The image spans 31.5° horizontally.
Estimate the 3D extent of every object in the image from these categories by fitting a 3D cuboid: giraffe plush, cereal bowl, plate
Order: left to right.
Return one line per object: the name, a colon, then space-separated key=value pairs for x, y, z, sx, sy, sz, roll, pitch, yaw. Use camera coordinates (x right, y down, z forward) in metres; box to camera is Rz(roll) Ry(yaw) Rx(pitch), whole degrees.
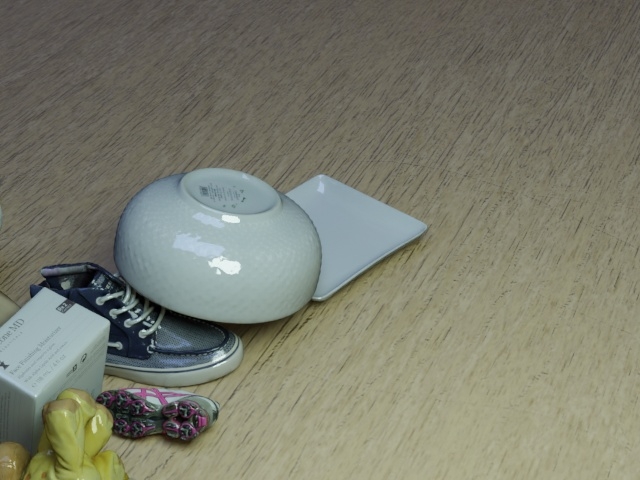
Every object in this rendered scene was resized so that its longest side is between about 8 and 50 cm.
giraffe plush: x=-0.366 y=0.313 z=1.487 sx=0.171 sy=0.181 sz=0.210 roll=-15 pitch=63 yaw=9
cereal bowl: x=-0.153 y=-0.017 z=1.799 sx=0.339 sy=0.141 sz=0.339 roll=12 pitch=28 yaw=-6
plate: x=0.000 y=0.000 z=1.994 sx=0.277 sy=0.045 sz=0.278 roll=-32 pitch=43 yaw=-33

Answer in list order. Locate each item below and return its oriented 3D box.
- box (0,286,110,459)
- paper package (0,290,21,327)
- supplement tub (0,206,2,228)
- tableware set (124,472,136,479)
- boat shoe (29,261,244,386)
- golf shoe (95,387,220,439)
box: x=-0.404 y=0.200 z=1.620 sx=0.119 sy=0.182 sz=0.181 roll=26 pitch=41 yaw=12
paper package: x=-0.617 y=0.139 z=1.561 sx=0.168 sy=0.325 sz=0.309 roll=24 pitch=76 yaw=36
supplement tub: x=-0.685 y=0.029 z=1.878 sx=0.235 sy=0.235 sz=0.325 roll=3 pitch=36 yaw=11
tableware set: x=-0.309 y=0.369 z=1.530 sx=0.104 sy=0.024 sz=0.154 roll=19 pitch=43 yaw=36
boat shoe: x=-0.293 y=0.124 z=1.756 sx=0.341 sy=0.158 sz=0.127 roll=2 pitch=35 yaw=10
golf shoe: x=-0.238 y=0.250 z=1.663 sx=0.186 sy=0.067 sz=0.086 roll=6 pitch=8 yaw=18
